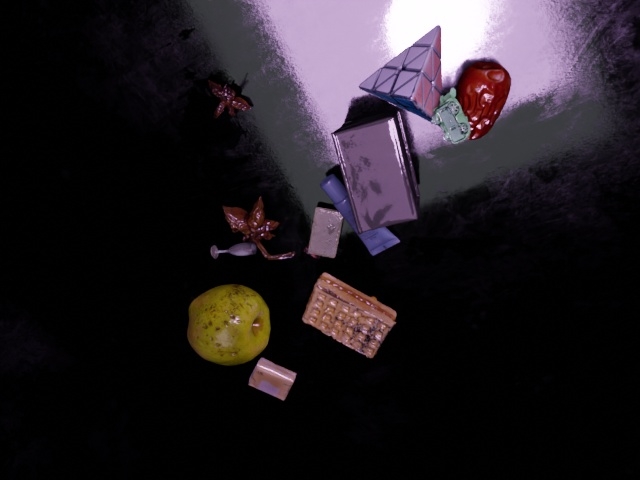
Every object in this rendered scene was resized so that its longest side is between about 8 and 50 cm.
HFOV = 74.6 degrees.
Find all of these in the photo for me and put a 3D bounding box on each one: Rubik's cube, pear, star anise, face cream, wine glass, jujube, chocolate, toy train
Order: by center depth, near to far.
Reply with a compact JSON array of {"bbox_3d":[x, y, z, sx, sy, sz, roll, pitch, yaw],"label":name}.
[{"bbox_3d":[0.402,-0.374,1.278,0.149,0.081,0.099,55,158,-5],"label":"toy train"},{"bbox_3d":[0.490,-0.431,1.307,0.155,0.155,0.230,14,133,5],"label":"jujube"},{"bbox_3d":[0.289,-0.485,1.319,0.228,0.234,0.229,-19,165,-17],"label":"Rubik's cube"},{"bbox_3d":[-0.341,-0.484,1.476,0.158,0.144,0.141,-2,129,13],"label":"star anise"},{"bbox_3d":[0.145,-0.096,1.632,0.135,0.086,0.385,-30,115,30],"label":"face cream"},{"bbox_3d":[-0.246,-0.042,1.720,0.346,0.148,0.237,40,124,-1],"label":"star anise"},{"bbox_3d":[0.000,0.000,1.755,0.086,0.028,0.182,32,123,-6],"label":"chocolate"},{"bbox_3d":[-0.381,0.042,1.853,0.197,0.066,0.066,-6,119,17],"label":"wine glass"},{"bbox_3d":[-0.425,0.383,1.904,0.390,0.391,0.392,6,122,10],"label":"pear"}]

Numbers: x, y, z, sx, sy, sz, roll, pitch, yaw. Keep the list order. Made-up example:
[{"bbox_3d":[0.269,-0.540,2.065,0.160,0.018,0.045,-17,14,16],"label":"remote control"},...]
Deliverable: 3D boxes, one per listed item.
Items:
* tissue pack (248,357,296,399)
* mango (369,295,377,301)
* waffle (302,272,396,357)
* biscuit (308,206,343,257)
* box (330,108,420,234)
[{"bbox_3d":[-0.256,0.734,2.230,0.222,0.090,0.186,25,121,-3],"label":"tissue pack"},{"bbox_3d":[0.228,0.287,1.868,0.059,0.046,0.089,18,114,9],"label":"mango"},{"bbox_3d":[0.119,0.336,1.843,0.376,0.114,0.261,28,125,8],"label":"waffle"},{"bbox_3d":[0.021,-0.030,1.701,0.121,0.041,0.200,11,110,2],"label":"biscuit"},{"bbox_3d":[0.195,-0.236,1.401,0.204,0.251,0.346,-12,108,19],"label":"box"}]
